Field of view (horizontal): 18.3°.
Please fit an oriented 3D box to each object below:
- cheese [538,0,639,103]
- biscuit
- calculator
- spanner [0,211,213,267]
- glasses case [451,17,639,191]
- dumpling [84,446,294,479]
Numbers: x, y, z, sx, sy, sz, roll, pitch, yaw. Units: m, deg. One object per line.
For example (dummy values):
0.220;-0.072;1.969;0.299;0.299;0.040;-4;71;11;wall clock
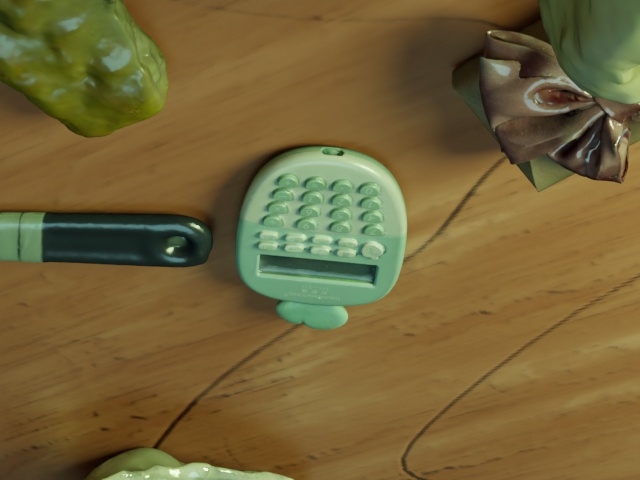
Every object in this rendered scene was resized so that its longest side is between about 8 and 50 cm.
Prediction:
0.163;-0.165;0.754;0.251;0.173;0.248;-14;142;31;cheese
-0.106;-0.126;0.938;0.183;0.039;0.174;-24;134;34;biscuit
0.000;0.000;1.114;0.095;0.021;0.153;5;143;-1;calculator
-0.218;-0.005;1.130;0.316;0.024;0.087;1;138;5;spanner
0.147;-0.085;0.943;0.193;0.070;0.102;-28;132;36;glasses case
-0.104;0.194;1.312;0.216;0.126;0.166;25;123;-22;dumpling
